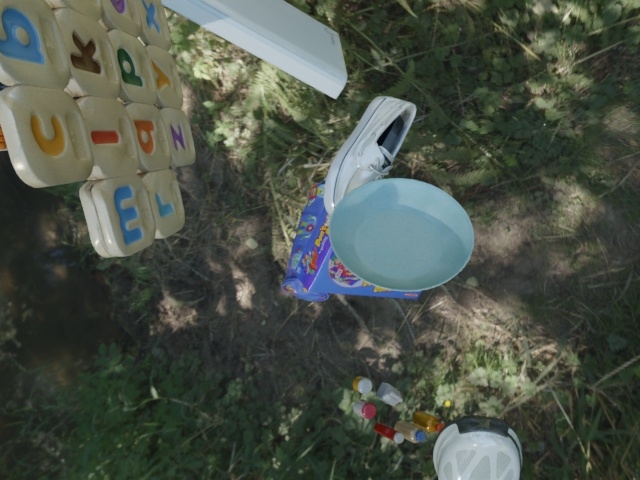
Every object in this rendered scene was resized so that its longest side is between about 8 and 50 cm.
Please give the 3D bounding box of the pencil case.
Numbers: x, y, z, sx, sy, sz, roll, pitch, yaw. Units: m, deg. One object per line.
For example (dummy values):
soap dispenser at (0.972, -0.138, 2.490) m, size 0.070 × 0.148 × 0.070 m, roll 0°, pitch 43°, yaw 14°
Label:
pencil case at (0.000, 0.000, 1.307) m, size 0.133 × 0.119 × 0.306 m, roll -5°, pitch 61°, yaw 42°

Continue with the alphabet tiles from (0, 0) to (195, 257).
alphabet tiles at (-0.165, -0.135, 0.396) m, size 0.021 × 0.278 × 0.284 m, roll -8°, pitch 101°, yaw 6°

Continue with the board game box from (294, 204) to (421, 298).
board game box at (0.139, 0.015, 1.198) m, size 0.078 × 0.347 × 0.233 m, roll 49°, pitch 121°, yaw 46°

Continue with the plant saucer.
plant saucer at (0.108, -0.004, 0.706) m, size 0.195 × 0.195 × 0.037 m, roll 22°, pitch 146°, yaw 18°

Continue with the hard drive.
hard drive at (-0.122, -0.379, 0.856) m, size 0.353 × 0.233 × 0.047 m, roll 23°, pitch 125°, yaw -21°

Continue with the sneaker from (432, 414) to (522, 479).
sneaker at (0.284, 0.547, 0.934) m, size 0.169 × 0.257 × 0.447 m, roll 4°, pitch 121°, yaw 8°

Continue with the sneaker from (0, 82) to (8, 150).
sneaker at (-0.401, -0.138, 0.473) m, size 0.121 × 0.263 × 0.099 m, roll 26°, pitch 105°, yaw 57°

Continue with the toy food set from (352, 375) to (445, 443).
toy food set at (0.180, 0.421, 1.245) m, size 0.232 × 0.104 × 0.111 m, roll 38°, pitch 72°, yaw -14°

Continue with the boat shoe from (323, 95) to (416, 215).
boat shoe at (0.093, -0.154, 0.946) m, size 0.084 × 0.095 × 0.258 m, roll 19°, pitch 81°, yaw 40°
